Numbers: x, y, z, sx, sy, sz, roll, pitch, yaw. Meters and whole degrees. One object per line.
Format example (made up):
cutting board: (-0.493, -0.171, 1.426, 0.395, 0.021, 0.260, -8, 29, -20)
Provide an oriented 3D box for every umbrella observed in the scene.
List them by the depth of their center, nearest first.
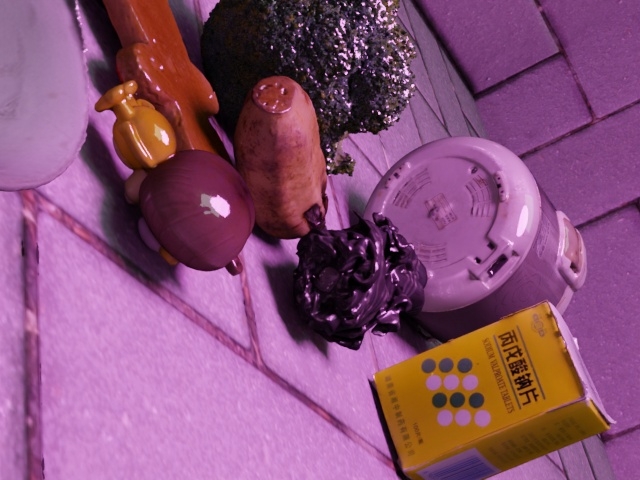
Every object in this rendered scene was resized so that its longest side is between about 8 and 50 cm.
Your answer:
umbrella: (0.067, 0.061, 1.292, 0.336, 0.128, 0.154, 34, 71, -67)

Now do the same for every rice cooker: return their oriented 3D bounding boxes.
rice cooker: (0.226, 0.012, 1.588, 0.277, 0.288, 0.288, 40, 29, -51)

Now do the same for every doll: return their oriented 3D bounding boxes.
doll: (-0.127, -0.051, 0.952, 0.188, 0.096, 0.145, 57, 10, 11)

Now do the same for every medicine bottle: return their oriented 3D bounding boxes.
medicine bottle: (0.210, 0.199, 1.325, 0.141, 0.250, 0.137, 46, 23, -52)

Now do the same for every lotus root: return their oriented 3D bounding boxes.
lotus root: (-0.045, -0.087, 1.161, 0.258, 0.097, 0.110, 82, 20, -59)

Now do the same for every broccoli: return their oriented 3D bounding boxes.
broccoli: (-0.010, -0.218, 1.269, 0.269, 0.261, 0.241, 36, 27, 26)

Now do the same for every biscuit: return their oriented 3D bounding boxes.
biscuit: (-0.162, -0.168, 1.079, 0.302, 0.049, 0.197, 66, 16, 7)

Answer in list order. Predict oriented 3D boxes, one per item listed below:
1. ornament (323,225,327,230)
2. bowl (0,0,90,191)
ornament: (0.000, 0.000, 1.364, 0.125, 0.028, 0.073, 58, 17, -14)
bowl: (-0.267, -0.139, 0.547, 0.313, 0.146, 0.313, 54, 21, -32)
